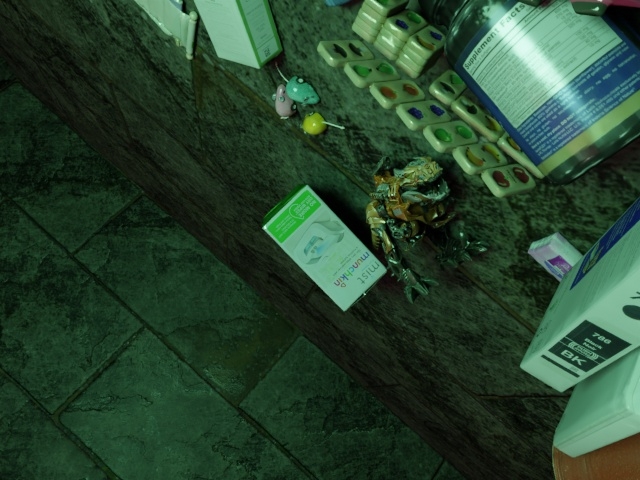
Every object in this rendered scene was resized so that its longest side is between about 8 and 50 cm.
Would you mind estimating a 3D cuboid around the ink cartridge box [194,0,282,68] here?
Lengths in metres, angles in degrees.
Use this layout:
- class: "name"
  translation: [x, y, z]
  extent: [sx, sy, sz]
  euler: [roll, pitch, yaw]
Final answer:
- class: "ink cartridge box"
  translation: [-0.141, -0.375, 0.714]
  extent: [0.109, 0.062, 0.209]
  euler: [28, 155, 33]

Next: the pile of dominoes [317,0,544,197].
- class: "pile of dominoes"
  translation: [0.141, -0.158, 0.473]
  extent: [0.251, 0.196, 0.040]
  euler: [40, 138, 5]

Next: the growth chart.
- class: "growth chart"
  translation: [-0.322, -0.475, 0.903]
  extent: [0.237, 0.021, 0.172]
  euler: [47, 159, -11]

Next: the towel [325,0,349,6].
- class: "towel"
  translation: [0.037, -0.319, 0.551]
  extent: [0.119, 0.029, 0.067]
  euler: [14, 145, 54]

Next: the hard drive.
- class: "hard drive"
  translation: [0.374, 0.153, 0.584]
  extent: [0.040, 0.203, 0.308]
  euler: [27, 160, 25]

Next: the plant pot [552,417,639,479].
- class: "plant pot"
  translation: [0.515, 0.314, 0.640]
  extent: [0.272, 0.272, 0.265]
  euler: [37, 151, 15]

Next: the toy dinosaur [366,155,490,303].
- class: "toy dinosaur"
  translation: [0.154, -0.032, 0.807]
  extent: [0.218, 0.164, 0.322]
  euler: [55, -175, 6]

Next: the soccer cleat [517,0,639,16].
- class: "soccer cleat"
  translation: [0.211, -0.216, 0.288]
  extent: [0.331, 0.143, 0.116]
  euler: [29, -174, 14]

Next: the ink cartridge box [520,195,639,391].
- class: "ink cartridge box"
  translation: [0.317, 0.033, 0.484]
  extent: [0.065, 0.165, 0.333]
  euler: [31, 155, 19]

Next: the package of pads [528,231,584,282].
- class: "package of pads"
  translation: [0.345, 0.029, 0.675]
  extent: [0.083, 0.032, 0.050]
  euler: [42, 159, -1]

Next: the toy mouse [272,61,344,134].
- class: "toy mouse"
  translation: [-0.049, -0.247, 0.844]
  extent: [0.161, 0.031, 0.143]
  euler: [14, 146, 52]

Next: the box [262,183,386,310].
- class: "box"
  translation: [0.000, 0.000, 1.012]
  extent: [0.231, 0.127, 0.262]
  euler: [47, 180, -10]

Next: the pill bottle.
- class: "pill bottle"
  translation: [0.190, -0.167, 0.417]
  extent: [0.219, 0.122, 0.123]
  euler: [54, 161, 9]
